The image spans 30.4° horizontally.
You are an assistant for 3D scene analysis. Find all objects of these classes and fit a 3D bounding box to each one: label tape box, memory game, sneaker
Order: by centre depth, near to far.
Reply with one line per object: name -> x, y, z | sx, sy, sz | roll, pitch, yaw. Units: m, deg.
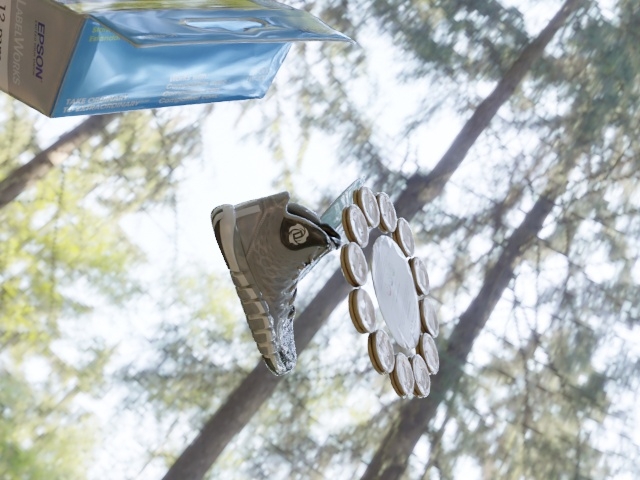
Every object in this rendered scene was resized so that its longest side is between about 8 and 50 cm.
memory game -> 0.060, 0.043, 0.990 | 0.012, 0.186, 0.186 | -17, -69, 23
label tape box -> -0.177, -0.188, 1.104 | 0.347, 0.249, 0.115 | 31, -60, 39
sneaker -> -0.029, 0.045, 1.320 | 0.132, 0.086, 0.229 | -20, -58, -3

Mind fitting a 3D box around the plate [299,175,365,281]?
plate -> 0.000, 0.000, 1.432 | 0.024, 0.188, 0.188 | 40, -49, 4
